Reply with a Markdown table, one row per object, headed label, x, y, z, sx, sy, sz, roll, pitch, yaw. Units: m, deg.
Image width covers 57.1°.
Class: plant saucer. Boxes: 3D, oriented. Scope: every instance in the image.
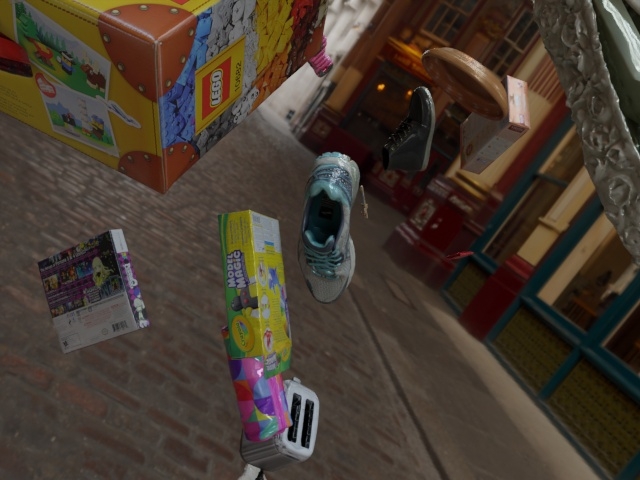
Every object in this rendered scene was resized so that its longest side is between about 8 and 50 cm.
| label | x | y | z | sx | sy | sz | roll | pitch | yaw |
| --- | --- | --- | --- | --- | --- | --- | --- | --- | --- |
| plant saucer | 0.282 | -0.305 | 1.130 | 0.200 | 0.037 | 0.200 | 38 | 4 | -3 |

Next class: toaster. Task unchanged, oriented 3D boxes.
| label | x | y | z | sx | sy | sz | roll | pitch | yaw |
| --- | --- | --- | --- | --- | --- | --- | --- | --- | --- |
| toaster | -0.093 | 0.428 | 1.350 | 0.129 | 0.146 | 0.227 | 35 | 45 | -28 |

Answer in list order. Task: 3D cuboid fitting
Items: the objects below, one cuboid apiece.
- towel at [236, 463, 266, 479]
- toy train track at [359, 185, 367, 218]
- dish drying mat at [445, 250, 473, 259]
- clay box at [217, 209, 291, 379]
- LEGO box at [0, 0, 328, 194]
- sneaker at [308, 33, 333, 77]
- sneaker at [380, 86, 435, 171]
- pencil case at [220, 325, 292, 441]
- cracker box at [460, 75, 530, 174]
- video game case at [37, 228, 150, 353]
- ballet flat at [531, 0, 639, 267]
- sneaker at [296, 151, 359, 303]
| label | x | y | z | sx | sy | sz | roll | pitch | yaw |
| --- | --- | --- | --- | --- | --- | --- | --- | --- | --- |
| towel | -0.162 | 0.782 | 1.674 | 0.187 | 0.049 | 0.282 | -5 | 70 | -84 |
| toy train track | 0.104 | -0.094 | 1.450 | 0.014 | 0.083 | 0.048 | -5 | 22 | 15 |
| dish drying mat | 0.266 | 0.028 | 1.122 | 0.083 | 0.032 | 0.008 | -3 | 73 | -60 |
| clay box | -0.088 | 0.076 | 0.822 | 0.053 | 0.222 | 0.127 | -7 | -6 | 13 |
| LEGO box | -0.282 | -0.326 | 0.717 | 0.500 | 0.193 | 0.372 | 26 | 50 | 12 |
| sneaker | -0.016 | -0.339 | 1.037 | 0.057 | 0.047 | 0.119 | 52 | -4 | 21 |
| sneaker | 0.224 | -0.283 | 1.526 | 0.118 | 0.222 | 0.083 | -6 | 22 | -17 |
| pencil case | -0.122 | 0.260 | 1.127 | 0.104 | 0.104 | 0.237 | -19 | 96 | -77 |
| cracker box | 0.463 | -0.304 | 1.578 | 0.067 | 0.156 | 0.232 | 15 | -28 | -13 |
| video game case | -0.479 | 0.110 | 1.232 | 0.041 | 0.232 | 0.210 | -11 | 82 | -64 |
| ballet flat | 0.325 | -0.129 | 0.573 | 0.147 | 0.146 | 0.409 | 11 | 56 | -65 |
| sneaker | 0.000 | 0.000 | 0.996 | 0.110 | 0.283 | 0.122 | 7 | 31 | 10 |
